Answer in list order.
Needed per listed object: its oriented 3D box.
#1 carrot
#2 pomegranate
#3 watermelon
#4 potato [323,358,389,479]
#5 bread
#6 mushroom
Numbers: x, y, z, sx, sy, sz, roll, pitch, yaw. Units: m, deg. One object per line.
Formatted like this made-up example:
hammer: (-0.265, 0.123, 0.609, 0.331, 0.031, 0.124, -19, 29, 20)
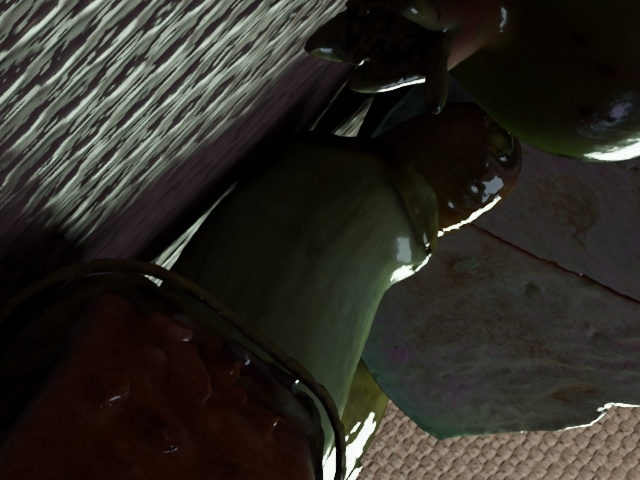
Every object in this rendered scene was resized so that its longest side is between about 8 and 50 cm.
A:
carrot: (0.000, 0.000, 0.859, 0.248, 0.059, 0.059, -30, -172, 41)
pomegranate: (0.077, -0.092, 0.559, 0.159, 0.129, 0.129, 2, 136, -49)
watermelon: (0.148, -0.074, 0.930, 0.292, 0.319, 0.222, -5, -135, 28)
potato: (-0.071, 0.141, 1.037, 0.296, 0.141, 0.191, -44, 179, -18)
bread: (-0.098, 0.108, 0.528, 0.224, 0.142, 0.212, -49, -170, 9)
mushroom: (-0.048, 0.092, 0.705, 0.107, 0.087, 0.333, -17, -138, 52)
